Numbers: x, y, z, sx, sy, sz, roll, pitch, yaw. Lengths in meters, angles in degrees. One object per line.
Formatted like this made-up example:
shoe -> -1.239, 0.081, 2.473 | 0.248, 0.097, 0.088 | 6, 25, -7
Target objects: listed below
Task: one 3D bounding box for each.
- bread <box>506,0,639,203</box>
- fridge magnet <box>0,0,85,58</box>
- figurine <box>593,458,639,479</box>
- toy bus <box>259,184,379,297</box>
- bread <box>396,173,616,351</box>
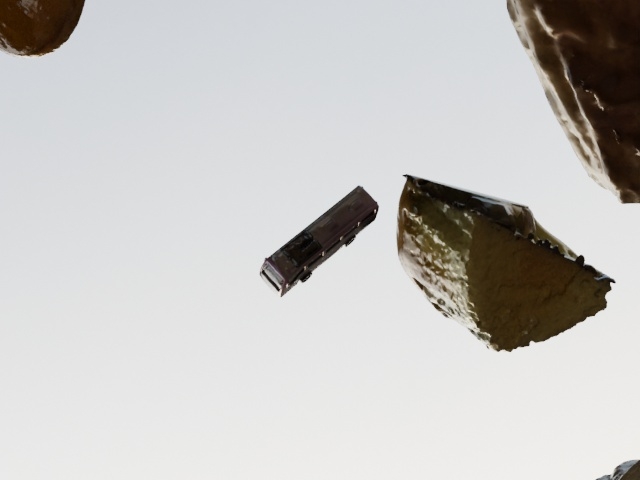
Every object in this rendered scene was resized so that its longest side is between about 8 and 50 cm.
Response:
bread -> 0.309, -0.174, 1.048 | 0.277, 0.324, 0.167 | 58, -148, -35
fridge magnet -> -0.271, -0.240, 1.423 | 0.063, 0.143, 0.143 | -18, -45, -57
figurine -> 0.210, 0.276, 0.887 | 0.204, 0.185, 0.332 | -46, 23, 61
toy bus -> 0.000, 0.000, 1.490 | 0.130, 0.037, 0.052 | -39, -11, -19
bread -> 0.189, 0.023, 1.779 | 0.262, 0.204, 0.163 | 29, -83, -35
